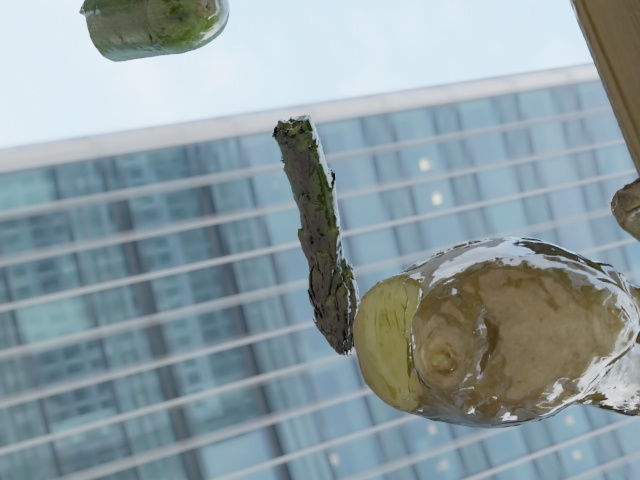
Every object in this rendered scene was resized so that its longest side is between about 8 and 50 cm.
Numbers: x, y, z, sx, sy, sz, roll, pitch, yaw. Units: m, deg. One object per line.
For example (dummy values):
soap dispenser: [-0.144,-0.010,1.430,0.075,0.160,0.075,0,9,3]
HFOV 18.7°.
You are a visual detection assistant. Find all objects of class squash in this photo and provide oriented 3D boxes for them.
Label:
squash: [-0.131,-0.172,1.486,0.239,0.069,0.069,-172,-105,-67]

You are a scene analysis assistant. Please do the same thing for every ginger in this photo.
ginger: [0.116,0.050,0.919,0.131,0.294,0.086,-15,-104,25]

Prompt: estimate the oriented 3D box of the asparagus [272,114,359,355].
asparagus: [0.000,0.000,1.255,0.036,0.030,0.165,-8,-74,12]

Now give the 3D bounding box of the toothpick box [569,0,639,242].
toothpick box: [0.255,-0.147,1.225,0.187,0.190,0.308,-31,-123,24]
